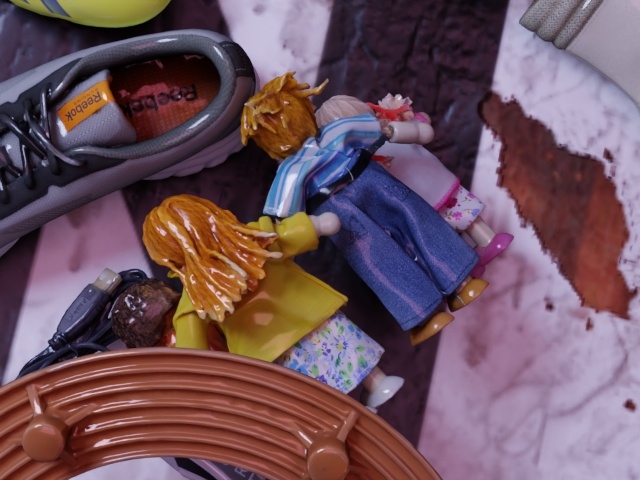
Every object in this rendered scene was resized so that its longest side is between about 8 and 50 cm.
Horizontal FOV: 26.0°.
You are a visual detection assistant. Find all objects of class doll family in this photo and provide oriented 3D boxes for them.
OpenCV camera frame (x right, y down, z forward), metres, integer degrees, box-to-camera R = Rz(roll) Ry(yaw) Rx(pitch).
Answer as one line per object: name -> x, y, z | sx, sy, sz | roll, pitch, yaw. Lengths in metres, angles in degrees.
doll family -> 0.000, 0.000, 0.749 | 0.163, 0.118, 0.263 | 46, 65, -2

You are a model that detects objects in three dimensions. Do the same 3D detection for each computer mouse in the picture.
computer mouse -> -0.071, 0.101, 0.791 | 0.193, 0.042, 0.106 | 34, 66, 0

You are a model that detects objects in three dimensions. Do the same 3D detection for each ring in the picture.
ring -> -0.076, 0.216, 0.717 | 0.337, 0.032, 0.336 | 0, 105, 1

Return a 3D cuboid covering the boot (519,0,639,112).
boot -> 0.240, -0.169, 0.846 | 0.165, 0.077, 0.213 | 38, 83, 1

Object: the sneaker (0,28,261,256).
sneaker -> -0.161, -0.054, 0.768 | 0.272, 0.108, 0.100 | -25, 88, -8

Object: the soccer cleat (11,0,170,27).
soccer cleat -> -0.203, -0.223, 0.774 | 0.289, 0.121, 0.093 | 40, 80, -1
